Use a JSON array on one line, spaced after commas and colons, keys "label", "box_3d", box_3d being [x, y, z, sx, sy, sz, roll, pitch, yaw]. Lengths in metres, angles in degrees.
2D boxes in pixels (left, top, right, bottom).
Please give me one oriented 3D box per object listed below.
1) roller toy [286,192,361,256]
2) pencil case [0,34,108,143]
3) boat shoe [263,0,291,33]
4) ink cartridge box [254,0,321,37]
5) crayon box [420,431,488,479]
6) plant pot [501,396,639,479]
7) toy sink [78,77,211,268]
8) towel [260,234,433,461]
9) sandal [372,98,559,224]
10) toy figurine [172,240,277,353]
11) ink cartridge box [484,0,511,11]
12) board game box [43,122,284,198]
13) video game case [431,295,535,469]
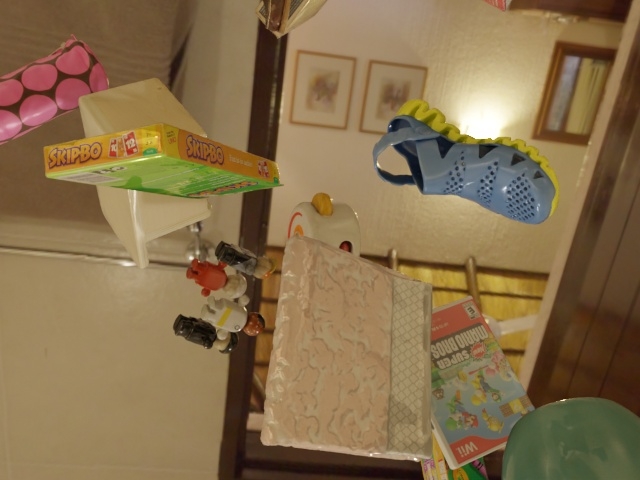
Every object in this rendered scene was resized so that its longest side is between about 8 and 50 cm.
[{"label": "roller toy", "box_3d": [0.000, 0.000, 1.362, 0.146, 0.191, 0.209, -1, 161, -23]}, {"label": "pencil case", "box_3d": [-0.425, -0.219, 0.822, 0.209, 0.098, 0.095, -35, -167, -22]}, {"label": "boat shoe", "box_3d": [-0.078, -0.420, 0.872, 0.073, 0.207, 0.073, 7, 162, -16]}, {"label": "ink cartridge box", "box_3d": [-0.029, -0.603, 1.320, 0.088, 0.193, 0.235, 45, -141, -9]}, {"label": "crayon box", "box_3d": [0.278, 0.472, 1.217, 0.081, 0.278, 0.166, -7, -116, -3]}, {"label": "plant pot", "box_3d": [0.407, 0.383, 0.836, 0.292, 0.293, 0.235, 5, -136, -8]}, {"label": "toy sink", "box_3d": [-0.257, -0.098, 0.853, 0.131, 0.234, 0.153, -25, -124, -29]}, {"label": "towel", "box_3d": [0.063, 0.186, 0.939, 0.316, 0.332, 0.053, 18, 154, -27]}, {"label": "sandal", "box_3d": [0.199, -0.103, 0.840, 0.138, 0.126, 0.317, -34, -135, -27]}, {"label": "toy figurine", "box_3d": [-0.199, 0.125, 1.203, 0.148, 0.209, 0.213, 26, -127, -30]}, {"label": "ink cartridge box", "box_3d": [0.293, -0.715, 1.272, 0.384, 0.160, 0.279, 35, -164, 13]}, {"label": "board game box", "box_3d": [-0.141, -0.073, 0.586, 0.124, 0.039, 0.259, -6, 175, 18]}, {"label": "video game case", "box_3d": [0.275, 0.264, 1.085, 0.204, 0.025, 0.285, -17, -115, -17]}]
